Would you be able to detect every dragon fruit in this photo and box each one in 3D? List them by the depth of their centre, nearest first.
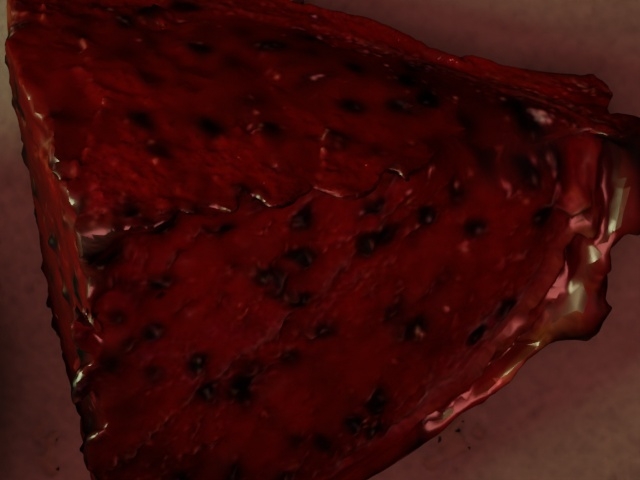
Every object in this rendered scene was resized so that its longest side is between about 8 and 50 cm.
[{"bbox_3d":[-0.004,-0.006,0.967,0.329,0.228,0.286,-16,131,-15],"label":"dragon fruit"}]
